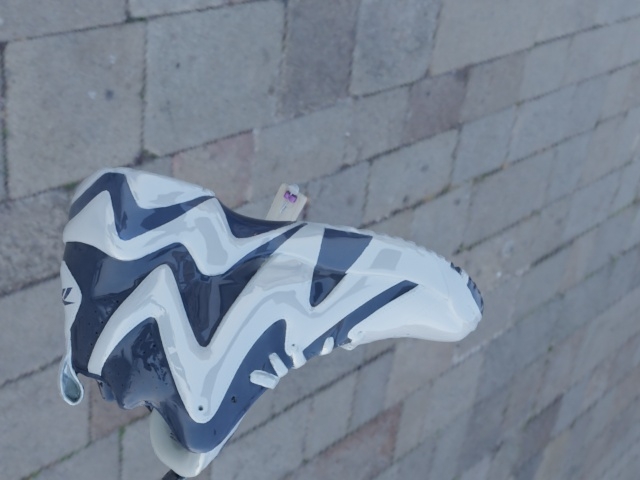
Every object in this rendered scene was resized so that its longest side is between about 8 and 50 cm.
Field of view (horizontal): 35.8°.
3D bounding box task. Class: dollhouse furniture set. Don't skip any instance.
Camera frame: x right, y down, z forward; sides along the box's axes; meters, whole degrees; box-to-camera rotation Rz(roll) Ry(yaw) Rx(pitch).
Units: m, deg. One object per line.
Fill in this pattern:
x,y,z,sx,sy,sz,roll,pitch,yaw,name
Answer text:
0.000,0.000,0.866,0.081,0.114,0.091,-61,167,25,dollhouse furniture set

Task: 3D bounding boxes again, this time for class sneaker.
-0.031,0.063,0.533,0.235,0.094,0.153,17,79,-23,sneaker
